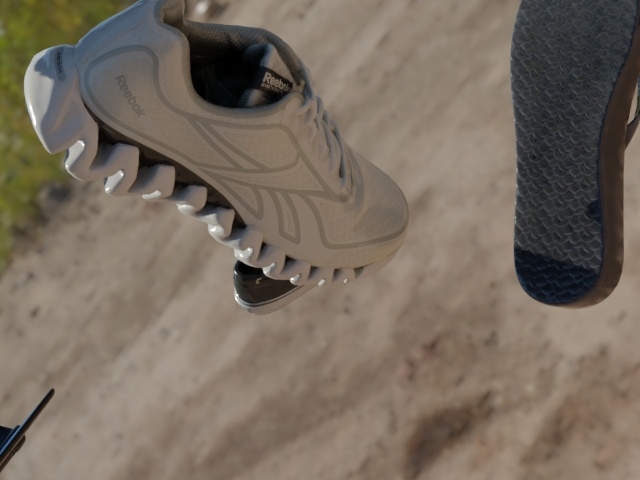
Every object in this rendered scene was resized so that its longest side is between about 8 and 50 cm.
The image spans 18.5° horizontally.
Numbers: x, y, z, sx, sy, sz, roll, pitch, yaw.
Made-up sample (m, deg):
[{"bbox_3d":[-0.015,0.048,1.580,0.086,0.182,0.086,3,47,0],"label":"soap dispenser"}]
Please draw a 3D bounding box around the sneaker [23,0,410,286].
[{"bbox_3d":[-0.035,-0.059,1.190,0.118,0.292,0.110,-38,49,28],"label":"sneaker"}]

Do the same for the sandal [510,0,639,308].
[{"bbox_3d":[0.174,-0.082,1.301,0.097,0.054,0.254,7,89,39],"label":"sandal"}]

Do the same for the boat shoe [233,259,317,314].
[{"bbox_3d":[0.000,0.000,1.363,0.142,0.040,0.049,-35,54,-15],"label":"boat shoe"}]

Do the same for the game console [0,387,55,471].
[{"bbox_3d":[-0.270,0.158,1.474,0.122,0.107,0.071,-55,-27,-49],"label":"game console"}]
